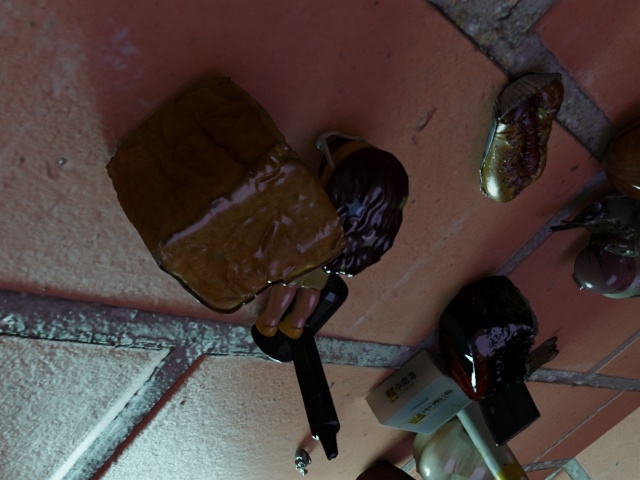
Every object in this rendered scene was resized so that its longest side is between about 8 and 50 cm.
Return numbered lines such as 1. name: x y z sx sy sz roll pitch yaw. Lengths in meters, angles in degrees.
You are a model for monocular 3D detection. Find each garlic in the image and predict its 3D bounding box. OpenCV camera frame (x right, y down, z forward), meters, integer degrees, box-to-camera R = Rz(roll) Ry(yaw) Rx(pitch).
1. garlic: 0.333 0.469 1.556 0.281 0.185 0.203 15 104 -47

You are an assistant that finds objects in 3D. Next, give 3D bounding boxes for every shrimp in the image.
1. shrimp: -0.033 0.432 1.326 0.029 0.038 0.092 6 150 17
2. shrimp: 0.531 -0.031 1.113 0.372 0.137 0.172 -16 170 -33

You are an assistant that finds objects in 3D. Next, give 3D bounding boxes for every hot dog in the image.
1. hot dog: 0.248 -0.123 0.850 0.108 0.059 0.191 -30 145 -14

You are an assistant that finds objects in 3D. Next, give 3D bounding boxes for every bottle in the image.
1. bottle: 0.570 0.050 1.282 0.253 0.120 0.120 0 134 -42

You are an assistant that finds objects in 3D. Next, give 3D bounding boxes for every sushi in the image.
1. sushi: 0.284 0.168 1.172 0.126 0.136 0.225 -25 134 -13

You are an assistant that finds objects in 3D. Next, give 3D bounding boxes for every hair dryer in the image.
1. hair dryer: -0.002 0.141 0.800 0.070 0.255 0.128 27 112 -31

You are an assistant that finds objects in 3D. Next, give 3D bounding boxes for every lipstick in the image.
1. lipstick: 0.340 0.404 1.402 0.059 0.264 0.059 -19 143 -15

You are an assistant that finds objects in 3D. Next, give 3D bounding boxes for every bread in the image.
1. bread: -0.082 -0.035 0.599 0.143 0.149 0.158 -35 147 -4

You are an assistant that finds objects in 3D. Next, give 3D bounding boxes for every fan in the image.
1. fan: 0.478 0.314 1.634 0.227 0.008 0.152 -37 147 2

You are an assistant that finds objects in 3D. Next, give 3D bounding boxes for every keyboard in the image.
1. keyboard: 0.329 0.287 1.221 0.103 0.041 0.381 -44 -171 15

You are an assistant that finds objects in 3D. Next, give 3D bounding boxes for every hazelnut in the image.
1. hazelnut: 0.493 -0.126 1.001 0.150 0.150 0.150 -22 145 -17

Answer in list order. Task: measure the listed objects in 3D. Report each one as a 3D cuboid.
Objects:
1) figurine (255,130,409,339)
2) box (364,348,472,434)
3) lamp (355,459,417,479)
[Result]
1. figurine: 0.001 -0.001 0.737 0.175 0.115 0.240 7 129 -45
2. box: 0.208 0.302 1.338 0.155 0.067 0.243 -44 145 12
3. lamp: 0.162 0.613 1.609 0.180 0.180 0.258 -34 145 0
